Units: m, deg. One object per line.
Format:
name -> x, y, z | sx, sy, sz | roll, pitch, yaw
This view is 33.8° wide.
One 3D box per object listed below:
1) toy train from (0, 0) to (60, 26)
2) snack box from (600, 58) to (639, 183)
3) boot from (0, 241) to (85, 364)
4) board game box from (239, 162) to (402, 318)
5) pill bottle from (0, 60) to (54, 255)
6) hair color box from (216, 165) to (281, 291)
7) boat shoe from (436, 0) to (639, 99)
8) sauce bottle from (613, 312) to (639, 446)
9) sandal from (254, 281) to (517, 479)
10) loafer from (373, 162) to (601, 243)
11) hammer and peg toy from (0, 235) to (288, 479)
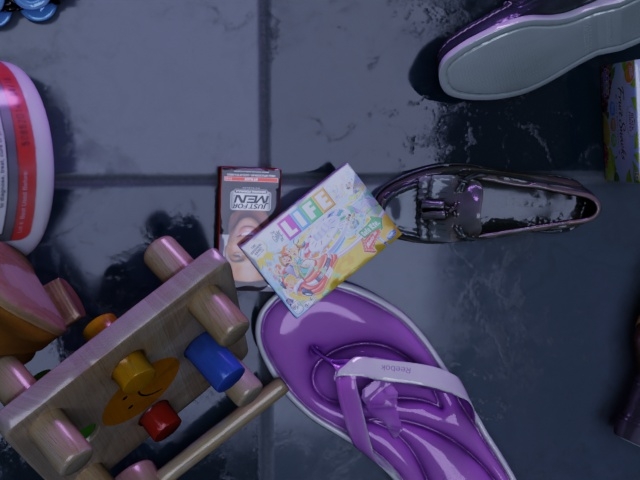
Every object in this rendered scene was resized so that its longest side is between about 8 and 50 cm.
toy train -> -0.360, -0.283, 1.123 | 0.184, 0.080, 0.105 | -12, 91, -8
snack box -> 0.368, -0.140, 1.243 | 0.037, 0.100, 0.141 | -6, 96, -9
boot -> -0.360, 0.105, 1.048 | 0.211, 0.295, 0.104 | -32, 82, -4
board game box -> 0.000, 0.000, 1.187 | 0.154, 0.026, 0.103 | -39, 98, -5
pill bottle -> -0.458, -0.068, 0.992 | 0.363, 0.210, 0.210 | -6, 97, -37
hair color box -> -0.084, -0.014, 1.209 | 0.072, 0.043, 0.141 | 1, 96, -10
boat shoe -> 0.266, -0.252, 1.225 | 0.303, 0.091, 0.114 | -17, 142, -9
sauce bottle -> 0.445, 0.086, 1.271 | 0.111, 0.111, 0.344 | 21, 90, -11
sandal -> 0.101, 0.202, 1.228 | 0.416, 0.102, 0.169 | 45, 86, -10
loafer -> 0.196, -0.044, 1.231 | 0.268, 0.084, 0.096 | -3, 96, -9
hammer and peg toy -> -0.178, 0.159, 1.094 | 0.266, 0.361, 0.127 | -39, 69, -16
